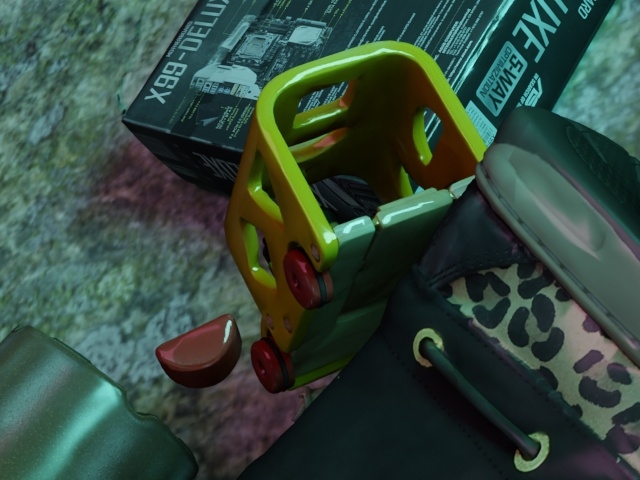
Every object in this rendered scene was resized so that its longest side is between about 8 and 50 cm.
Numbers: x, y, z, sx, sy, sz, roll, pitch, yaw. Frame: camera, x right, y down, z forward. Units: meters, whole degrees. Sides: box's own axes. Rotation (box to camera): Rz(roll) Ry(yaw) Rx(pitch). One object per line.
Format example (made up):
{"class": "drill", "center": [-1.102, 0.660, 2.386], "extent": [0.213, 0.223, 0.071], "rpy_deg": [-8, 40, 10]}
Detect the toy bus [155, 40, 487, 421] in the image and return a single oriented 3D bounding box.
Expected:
{"class": "toy bus", "center": [0.007, -0.007, 0.804], "extent": [0.202, 0.191, 0.104], "rpy_deg": [-35, 69, 22]}

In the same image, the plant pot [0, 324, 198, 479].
{"class": "plant pot", "center": [-0.161, 0.143, 0.894], "extent": [0.167, 0.167, 0.165], "rpy_deg": [20, 67, 47]}

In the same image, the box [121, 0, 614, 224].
{"class": "box", "center": [0.052, -0.154, 0.996], "extent": [0.242, 0.076, 0.307], "rpy_deg": [16, 70, 47]}

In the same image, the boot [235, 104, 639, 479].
{"class": "boot", "center": [0.100, 0.168, 0.654], "extent": [0.284, 0.138, 0.377], "rpy_deg": [-46, 61, 21]}
